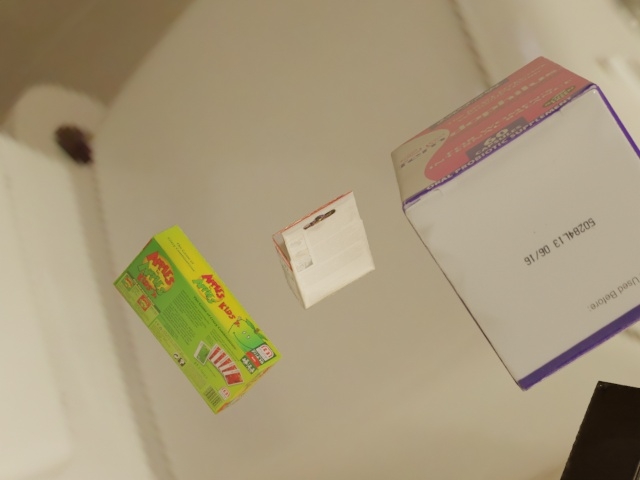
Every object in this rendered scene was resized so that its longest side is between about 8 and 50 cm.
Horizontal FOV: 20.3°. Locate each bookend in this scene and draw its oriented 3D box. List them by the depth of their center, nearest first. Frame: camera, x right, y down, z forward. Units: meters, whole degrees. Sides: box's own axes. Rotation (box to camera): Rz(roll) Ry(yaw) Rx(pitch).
[{"bbox_3d":[0.305,0.260,1.860,0.156,0.072,0.157,-60,150,-43],"label":"bookend"}]

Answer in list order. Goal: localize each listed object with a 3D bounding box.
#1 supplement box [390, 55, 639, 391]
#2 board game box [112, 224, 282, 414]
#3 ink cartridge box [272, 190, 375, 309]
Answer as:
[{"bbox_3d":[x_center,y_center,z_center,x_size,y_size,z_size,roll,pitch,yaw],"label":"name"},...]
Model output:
[{"bbox_3d":[0.113,-0.018,0.946,0.114,0.111,0.220,56,5,-6],"label":"supplement box"},{"bbox_3d":[-0.131,0.084,1.889,0.181,0.092,0.043,51,39,9],"label":"board game box"},{"bbox_3d":[0.000,0.000,1.297,0.029,0.063,0.115,55,-9,31],"label":"ink cartridge box"}]
